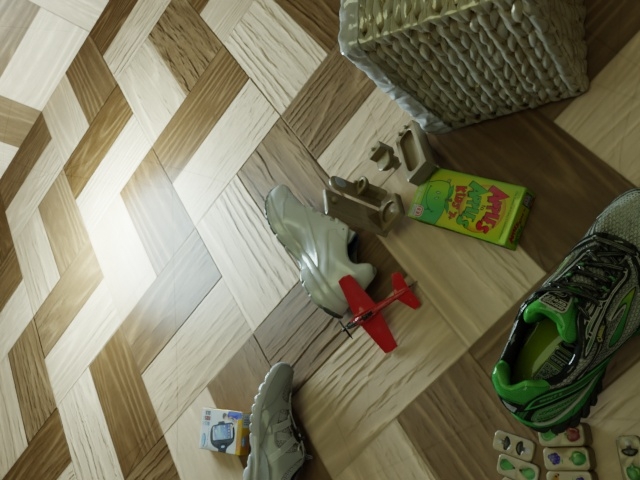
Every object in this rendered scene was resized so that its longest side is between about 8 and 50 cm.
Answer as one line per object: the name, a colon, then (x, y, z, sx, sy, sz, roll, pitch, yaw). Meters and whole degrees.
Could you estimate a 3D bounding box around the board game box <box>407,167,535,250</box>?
board game box: (0.235, -0.055, 0.968, 0.181, 0.043, 0.092, 21, 91, 42)

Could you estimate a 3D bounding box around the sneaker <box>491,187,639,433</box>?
sneaker: (0.339, 0.080, 0.761, 0.134, 0.146, 0.343, 27, 84, 43)

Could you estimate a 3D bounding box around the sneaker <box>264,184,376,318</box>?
sneaker: (0.000, 0.000, 1.127, 0.129, 0.111, 0.297, -40, 61, 10)

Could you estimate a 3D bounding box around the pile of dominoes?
pile of dominoes: (0.319, 0.364, 0.777, 0.196, 0.040, 0.251, -16, 67, 36)

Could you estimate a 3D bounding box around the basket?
basket: (0.223, -0.375, 0.893, 0.266, 0.331, 0.328, -5, 74, 33)

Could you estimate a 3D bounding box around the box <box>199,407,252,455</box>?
box: (-0.195, 0.377, 1.213, 0.136, 0.028, 0.081, -7, 73, 37)

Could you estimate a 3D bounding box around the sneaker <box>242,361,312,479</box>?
sneaker: (-0.067, 0.361, 1.087, 0.115, 0.105, 0.281, 5, 74, 6)

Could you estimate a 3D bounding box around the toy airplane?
toy airplane: (0.100, 0.111, 1.013, 0.151, 0.028, 0.151, 0, 90, 4)

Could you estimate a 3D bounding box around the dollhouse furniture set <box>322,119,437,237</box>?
dollhouse furniture set: (0.093, -0.121, 1.023, 0.151, 0.123, 0.144, -50, 32, 35)
